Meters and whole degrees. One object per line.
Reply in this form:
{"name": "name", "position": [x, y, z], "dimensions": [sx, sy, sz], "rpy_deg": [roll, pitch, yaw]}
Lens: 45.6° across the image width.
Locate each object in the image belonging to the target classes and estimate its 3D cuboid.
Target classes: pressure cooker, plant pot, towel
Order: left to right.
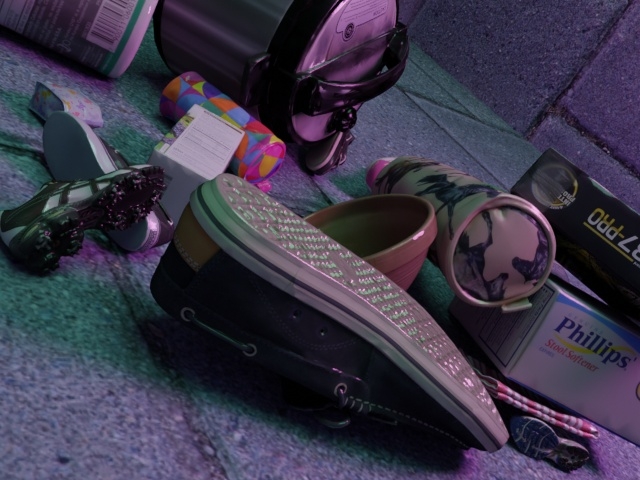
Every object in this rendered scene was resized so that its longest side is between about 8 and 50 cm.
{"name": "pressure cooker", "position": [-0.048, -0.383, 1.424], "dimensions": [0.420, 0.369, 0.375], "rpy_deg": [34, -4, 20]}
{"name": "plant pot", "position": [0.055, 0.029, 1.066], "dimensions": [0.237, 0.238, 0.109], "rpy_deg": [-78, 153, -65]}
{"name": "towel", "position": [0.296, 0.223, 1.106], "dimensions": [0.197, 0.029, 0.144], "rpy_deg": [26, 3, -20]}

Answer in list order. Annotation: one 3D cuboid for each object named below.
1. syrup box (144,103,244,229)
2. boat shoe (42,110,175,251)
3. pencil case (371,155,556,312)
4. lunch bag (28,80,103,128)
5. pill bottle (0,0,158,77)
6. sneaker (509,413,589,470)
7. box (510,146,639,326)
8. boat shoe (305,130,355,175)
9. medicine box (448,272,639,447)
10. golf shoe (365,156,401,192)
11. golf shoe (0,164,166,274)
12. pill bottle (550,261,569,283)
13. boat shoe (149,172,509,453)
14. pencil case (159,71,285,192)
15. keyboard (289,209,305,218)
{"name": "syrup box", "position": [-0.188, -0.110, 1.103], "dimensions": [0.096, 0.093, 0.237], "rpy_deg": [29, 23, -9]}
{"name": "boat shoe", "position": [-0.263, -0.076, 0.962], "dimensions": [0.228, 0.080, 0.076], "rpy_deg": [44, 19, 20]}
{"name": "pencil case", "position": [0.209, -0.020, 1.208], "dimensions": [0.183, 0.160, 0.410], "rpy_deg": [66, -6, -18]}
{"name": "lunch bag", "position": [-0.359, -0.184, 1.078], "dimensions": [0.083, 0.053, 0.071], "rpy_deg": [34, 19, 26]}
{"name": "pill bottle", "position": [-0.457, -0.429, 1.233], "dimensions": [0.361, 0.204, 0.204], "rpy_deg": [24, 25, -24]}
{"name": "sneaker", "position": [0.312, 0.277, 1.074], "dimensions": [0.135, 0.052, 0.058], "rpy_deg": [33, 12, -20]}
{"name": "box", "position": [0.455, 0.018, 1.215], "dimensions": [0.318, 0.097, 0.395], "rpy_deg": [44, 5, 14]}
{"name": "boat shoe", "position": [0.028, -0.186, 1.559], "dimensions": [0.079, 0.084, 0.233], "rpy_deg": [55, 23, -18]}
{"name": "medicine box", "position": [0.380, 0.151, 1.196], "dimensions": [0.264, 0.149, 0.289], "rpy_deg": [28, 10, -13]}
{"name": "golf shoe", "position": [0.166, -0.125, 1.606], "dimensions": [0.140, 0.115, 0.306], "rpy_deg": [36, 14, 33]}
{"name": "golf shoe", "position": [-0.263, -0.046, 0.844], "dimensions": [0.094, 0.077, 0.198], "rpy_deg": [32, 44, 26]}
{"name": "pill bottle", "position": [0.439, 0.096, 1.507], "dimensions": [0.108, 0.108, 0.180], "rpy_deg": [34, 23, 0]}
{"name": "boat shoe", "position": [0.025, 0.119, 0.873], "dimensions": [0.500, 0.156, 0.186], "rpy_deg": [36, 16, -27]}
{"name": "pencil case", "position": [-0.165, -0.184, 1.279], "dimensions": [0.236, 0.104, 0.104], "rpy_deg": [43, 25, 19]}
{"name": "keyboard", "position": [0.000, 0.000, 1.229], "dimensions": [0.180, 0.023, 0.108], "rpy_deg": [23, 19, -23]}
